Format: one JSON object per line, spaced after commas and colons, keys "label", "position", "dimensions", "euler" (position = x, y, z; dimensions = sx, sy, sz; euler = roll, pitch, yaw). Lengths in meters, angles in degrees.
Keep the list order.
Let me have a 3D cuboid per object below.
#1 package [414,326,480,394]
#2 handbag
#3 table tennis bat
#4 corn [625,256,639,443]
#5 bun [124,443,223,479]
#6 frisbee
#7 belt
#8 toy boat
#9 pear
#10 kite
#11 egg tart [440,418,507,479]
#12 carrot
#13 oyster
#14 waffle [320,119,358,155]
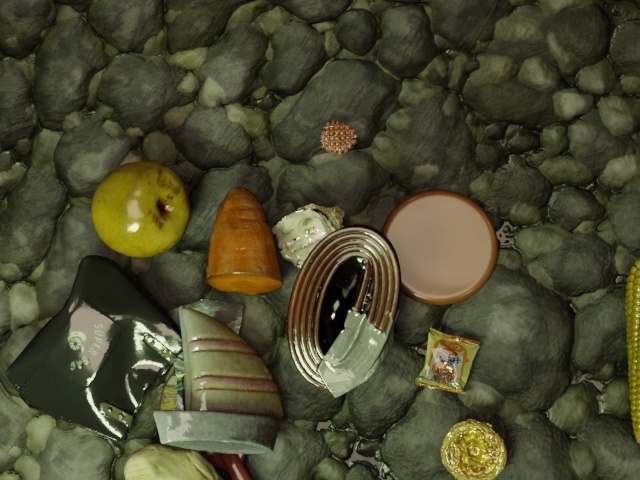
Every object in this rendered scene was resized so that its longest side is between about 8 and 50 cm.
{"label": "package", "position": [0.258, 0.249, 1.577], "dimensions": [0.108, 0.031, 0.121], "euler": [15, 80, 9]}
{"label": "handbag", "position": [-0.451, 0.237, 1.609], "dimensions": [0.288, 0.152, 0.342], "euler": [32, 85, 8]}
{"label": "table tennis bat", "position": [-0.214, 0.393, 1.604], "dimensions": [0.200, 0.038, 0.310], "euler": [-31, 73, -1]}
{"label": "corn", "position": [0.658, 0.210, 1.483], "dimensions": [0.143, 0.144, 0.388], "euler": [3, 77, 7]}
{"label": "bun", "position": [-0.274, 0.493, 1.530], "dimensions": [0.237, 0.116, 0.210], "euler": [50, 129, -1]}
{"label": "frisbee", "position": [0.248, 0.011, 1.635], "dimensions": [0.250, 0.021, 0.251], "euler": [-1, 77, 6]}
{"label": "belt", "position": [0.051, 0.136, 1.547], "dimensions": [0.217, 0.122, 0.339], "euler": [14, 94, 6]}
{"label": "toy boat", "position": [-0.180, 0.296, 1.533], "dimensions": [0.276, 0.111, 0.294], "euler": [29, 52, -23]}
{"label": "pear", "position": [-0.384, -0.065, 1.638], "dimensions": [0.208, 0.209, 0.209], "euler": [-1, 78, 7]}
{"label": "kite", "position": [-0.255, 0.270, 1.618], "dimensions": [0.169, 0.015, 0.310], "euler": [0, 67, 9]}
{"label": "egg tart", "position": [0.300, 0.416, 1.529], "dimensions": [0.128, 0.049, 0.129], "euler": [-1, 84, 9]}
{"label": "carrot", "position": [-0.159, -0.005, 1.635], "dimensions": [0.159, 0.159, 0.225], "euler": [-4, 66, 6]}
{"label": "oyster", "position": [0.000, 0.000, 1.647], "dimensions": [0.191, 0.081, 0.163], "euler": [40, 111, 6]}
{"label": "waffle", "position": [0.040, -0.225, 1.705], "dimensions": [0.083, 0.029, 0.075], "euler": [34, 84, 10]}
